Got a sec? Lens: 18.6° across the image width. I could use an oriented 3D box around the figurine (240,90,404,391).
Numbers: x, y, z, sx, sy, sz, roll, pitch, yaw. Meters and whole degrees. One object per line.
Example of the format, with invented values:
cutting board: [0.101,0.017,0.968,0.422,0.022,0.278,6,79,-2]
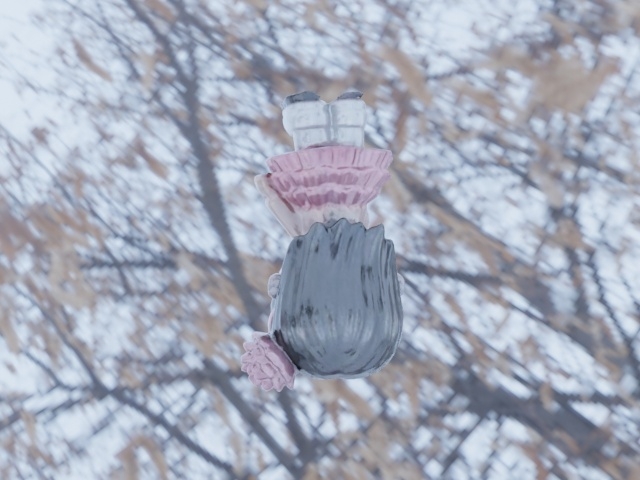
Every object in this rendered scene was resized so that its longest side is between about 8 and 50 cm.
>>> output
figurine: [0.000,0.000,0.845,0.072,0.054,0.129,-1,-95,-19]
